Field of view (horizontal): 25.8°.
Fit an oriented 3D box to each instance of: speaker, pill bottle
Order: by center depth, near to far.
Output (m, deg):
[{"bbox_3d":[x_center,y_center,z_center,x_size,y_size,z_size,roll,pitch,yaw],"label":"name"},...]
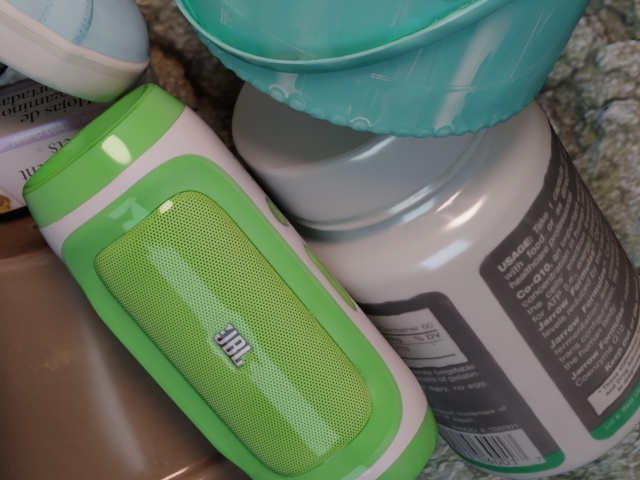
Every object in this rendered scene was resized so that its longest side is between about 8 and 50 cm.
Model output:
[{"bbox_3d":[-0.054,0.046,0.900,0.131,0.131,0.296,-35,106,17],"label":"speaker"},{"bbox_3d":[0.101,0.001,1.020,0.204,0.204,0.361,-28,130,12],"label":"pill bottle"}]

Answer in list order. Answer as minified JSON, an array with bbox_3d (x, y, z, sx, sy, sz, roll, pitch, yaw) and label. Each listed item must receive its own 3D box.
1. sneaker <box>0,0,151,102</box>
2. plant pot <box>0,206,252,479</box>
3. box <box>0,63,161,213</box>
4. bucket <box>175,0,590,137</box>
[{"bbox_3d":[-0.192,-0.230,0.807,0.150,0.135,0.366,-30,130,17],"label":"sneaker"},{"bbox_3d":[-0.157,0.079,1.031,0.263,0.263,0.229,-18,112,3],"label":"plant pot"},{"bbox_3d":[-0.265,-0.051,0.989,0.324,0.063,0.067,-17,132,2],"label":"box"},{"bbox_3d":[0.047,-0.203,0.801,0.281,0.281,0.183,3,134,-15],"label":"bucket"}]
